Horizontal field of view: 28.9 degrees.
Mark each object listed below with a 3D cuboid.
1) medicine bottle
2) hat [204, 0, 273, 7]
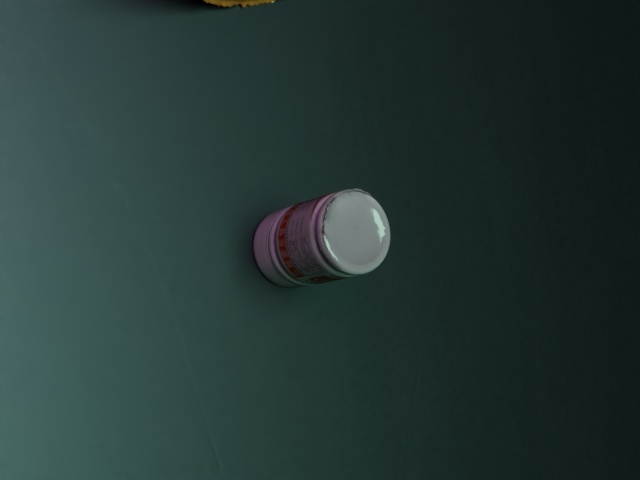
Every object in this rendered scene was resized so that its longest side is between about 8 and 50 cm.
[{"bbox_3d":[0.000,0.000,0.828,0.057,0.089,0.057,6,80,-32],"label":"medicine bottle"},{"bbox_3d":[-0.043,-0.318,0.801,0.233,0.233,0.244,62,12,14],"label":"hat"}]
